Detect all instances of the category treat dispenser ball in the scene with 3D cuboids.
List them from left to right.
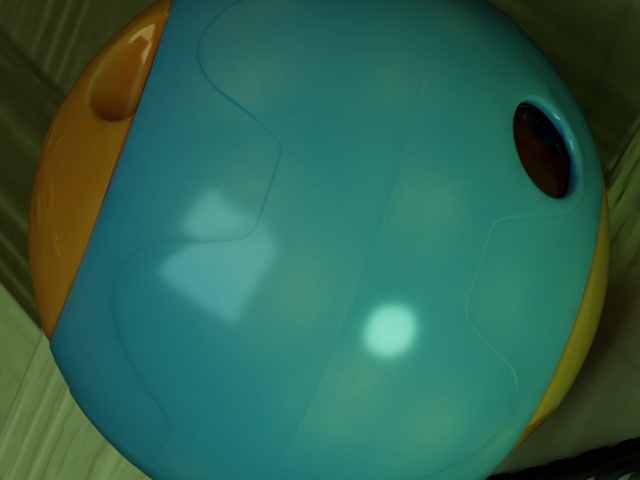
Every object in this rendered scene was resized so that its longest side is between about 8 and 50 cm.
[{"bbox_3d":[0.000,0.000,0.811,0.288,0.288,0.288,6,99,42],"label":"treat dispenser ball"}]

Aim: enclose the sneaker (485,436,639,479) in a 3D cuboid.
[{"bbox_3d":[0.152,0.192,0.832,0.281,0.106,0.162,-25,83,52],"label":"sneaker"}]
